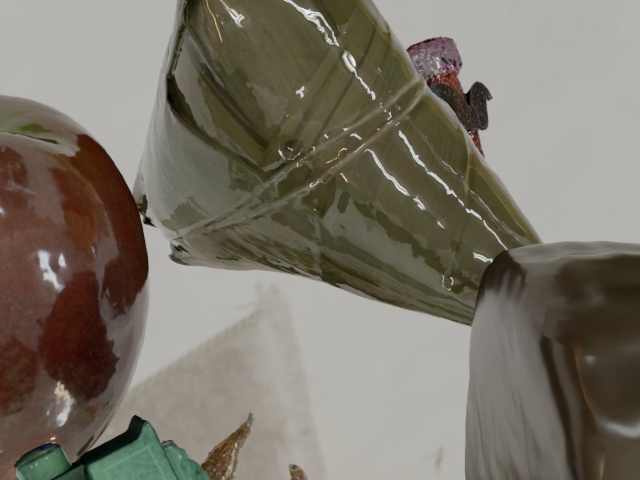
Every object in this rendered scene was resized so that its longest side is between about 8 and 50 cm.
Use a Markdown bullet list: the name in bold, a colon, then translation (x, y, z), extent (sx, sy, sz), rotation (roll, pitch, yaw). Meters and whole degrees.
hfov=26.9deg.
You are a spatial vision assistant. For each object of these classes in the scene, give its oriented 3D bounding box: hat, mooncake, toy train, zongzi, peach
- **hat**: translation (0.144, -0.137, 1.560), extent (0.129, 0.227, 0.140), rotation (-35, 168, 9)
- **mooncake**: translation (0.175, 0.141, 0.711), extent (0.161, 0.290, 0.290), rotation (-3, 119, -4)
- **toy train**: translation (-0.080, 0.166, 0.631), extent (0.099, 0.070, 0.172), rotation (-27, 93, -15)
- **zongzi**: translation (0.000, 0.000, 1.072), extent (0.181, 0.418, 0.447), rotation (-39, 172, -25)
- **peach**: translation (-0.214, 0.035, 0.779), extent (0.252, 0.252, 0.252), rotation (-21, 124, -34)

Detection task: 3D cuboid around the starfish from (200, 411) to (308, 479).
- **starfish**: translation (-0.153, 0.373, 1.618), extent (0.302, 0.060, 0.299), rotation (-10, 91, 4)
